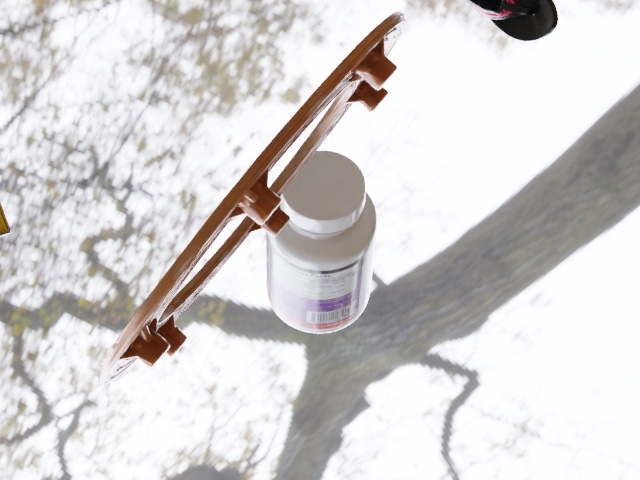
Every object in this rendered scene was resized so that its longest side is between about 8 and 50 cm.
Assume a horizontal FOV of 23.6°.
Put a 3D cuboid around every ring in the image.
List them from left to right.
[{"bbox_3d":[-0.040,-0.023,1.088,0.032,0.336,0.336,40,-120,0],"label":"ring"}]

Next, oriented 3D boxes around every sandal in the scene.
[{"bbox_3d":[0.183,-0.277,1.682,0.179,0.067,0.040,42,-147,21],"label":"sandal"}]

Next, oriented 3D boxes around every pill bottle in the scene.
[{"bbox_3d":[0.000,0.000,1.488,0.108,0.193,0.108,1,-123,-1],"label":"pill bottle"}]

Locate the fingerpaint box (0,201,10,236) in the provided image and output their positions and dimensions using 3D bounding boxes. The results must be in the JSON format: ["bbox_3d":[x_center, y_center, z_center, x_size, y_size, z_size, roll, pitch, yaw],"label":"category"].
[{"bbox_3d":[-0.490,-0.007,1.334,0.371,0.445,0.163,-22,-84,-17],"label":"fingerpaint box"}]
